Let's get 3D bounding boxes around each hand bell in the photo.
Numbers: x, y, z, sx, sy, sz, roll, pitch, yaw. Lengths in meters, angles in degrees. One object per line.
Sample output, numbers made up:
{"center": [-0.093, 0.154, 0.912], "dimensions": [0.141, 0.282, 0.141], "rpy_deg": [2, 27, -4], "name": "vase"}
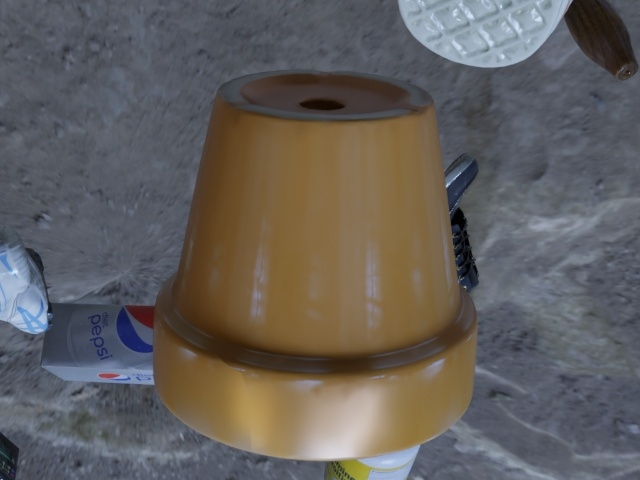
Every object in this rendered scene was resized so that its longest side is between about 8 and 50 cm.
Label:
{"center": [0.193, -0.223, 0.871], "dimensions": [0.126, 0.126, 0.242], "rpy_deg": [-18, 58, -10], "name": "hand bell"}

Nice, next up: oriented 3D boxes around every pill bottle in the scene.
{"center": [0.067, 0.250, 1.312], "dimensions": [0.103, 0.184, 0.103], "rpy_deg": [6, 47, -6], "name": "pill bottle"}

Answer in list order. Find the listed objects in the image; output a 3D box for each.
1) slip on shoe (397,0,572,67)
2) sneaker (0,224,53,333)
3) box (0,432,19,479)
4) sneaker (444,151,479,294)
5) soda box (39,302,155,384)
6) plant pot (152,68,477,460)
{"center": [0.099, -0.223, 0.448], "dimensions": [0.123, 0.331, 0.101], "rpy_deg": [17, 53, 7], "name": "slip on shoe"}
{"center": [-0.327, 0.046, 1.098], "dimensions": [0.086, 0.237, 0.085], "rpy_deg": [-15, 73, -8], "name": "sneaker"}
{"center": [-0.456, 0.312, 1.468], "dimensions": [0.062, 0.083, 0.052], "rpy_deg": [-34, 119, 9], "name": "box"}
{"center": [0.175, -0.006, 1.381], "dimensions": [0.118, 0.222, 0.083], "rpy_deg": [33, 38, 6], "name": "sneaker"}
{"center": [-0.220, 0.141, 1.435], "dimensions": [0.286, 0.098, 0.091], "rpy_deg": [1, 71, 8], "name": "soda box"}
{"center": [0.000, 0.000, 0.657], "dimensions": [0.205, 0.205, 0.188], "rpy_deg": [-1, 111, -10], "name": "plant pot"}
